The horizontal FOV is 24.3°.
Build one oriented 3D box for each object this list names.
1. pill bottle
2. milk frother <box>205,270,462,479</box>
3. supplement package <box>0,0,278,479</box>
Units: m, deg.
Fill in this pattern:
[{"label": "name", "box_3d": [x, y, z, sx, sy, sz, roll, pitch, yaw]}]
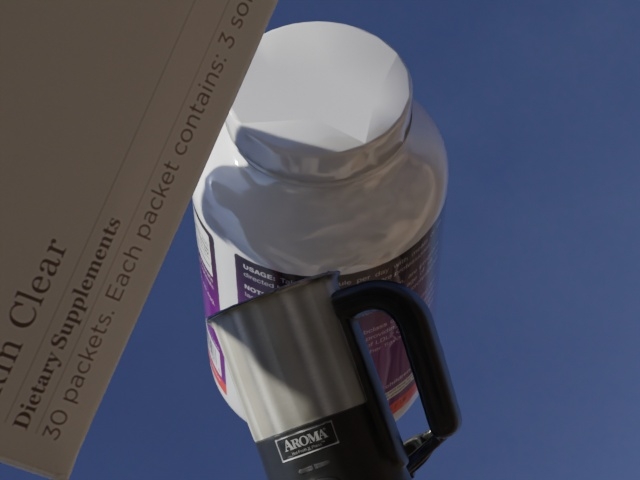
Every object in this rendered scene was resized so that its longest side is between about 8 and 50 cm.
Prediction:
[{"label": "pill bottle", "box_3d": [0.000, 0.000, 1.090, 0.181, 0.181, 0.323, -31, -33, -22]}, {"label": "milk frother", "box_3d": [0.014, 0.090, 0.890, 0.129, 0.134, 0.143, -19, -6, -3]}, {"label": "supplement package", "box_3d": [-0.118, -0.096, 0.439, 0.145, 0.204, 0.262, 25, -93, -31]}]
